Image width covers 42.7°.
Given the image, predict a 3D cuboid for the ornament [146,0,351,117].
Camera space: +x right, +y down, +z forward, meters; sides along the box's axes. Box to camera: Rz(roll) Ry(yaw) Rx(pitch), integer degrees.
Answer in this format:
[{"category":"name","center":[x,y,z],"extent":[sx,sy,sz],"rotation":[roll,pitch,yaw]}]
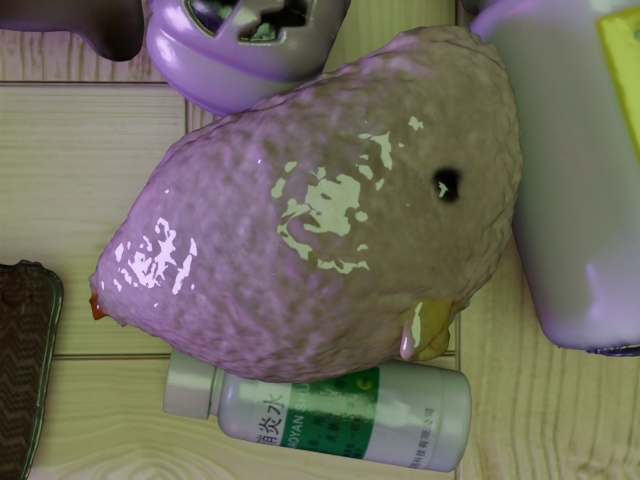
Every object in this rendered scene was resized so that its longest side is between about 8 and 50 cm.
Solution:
[{"category":"ornament","center":[-0.064,-0.187,0.667],"extent":[0.178,0.177,0.177],"rotation":[0,92,-3]}]

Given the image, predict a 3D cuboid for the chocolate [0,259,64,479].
[{"category":"chocolate","center":[-0.304,0.112,0.676],"extent":[0.093,0.148,0.214],"rotation":[7,88,23]}]

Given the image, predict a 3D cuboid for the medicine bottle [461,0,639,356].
[{"category":"medicine bottle","center":[0.234,-0.112,0.657],"extent":[0.214,0.213,0.378],"rotation":[-16,86,-2]}]

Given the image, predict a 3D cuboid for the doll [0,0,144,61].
[{"category":"doll","center":[-0.255,-0.330,0.612],"extent":[0.226,0.215,0.370],"rotation":[-43,69,33]}]

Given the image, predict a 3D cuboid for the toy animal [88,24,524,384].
[{"category":"toy animal","center":[-0.006,0.003,0.618],"extent":[0.359,0.188,0.226],"rotation":[-22,112,14]}]

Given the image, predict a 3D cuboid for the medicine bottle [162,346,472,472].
[{"category":"medicine bottle","center":[-0.004,0.138,0.718],"extent":[0.260,0.095,0.095],"rotation":[11,91,-2]}]
